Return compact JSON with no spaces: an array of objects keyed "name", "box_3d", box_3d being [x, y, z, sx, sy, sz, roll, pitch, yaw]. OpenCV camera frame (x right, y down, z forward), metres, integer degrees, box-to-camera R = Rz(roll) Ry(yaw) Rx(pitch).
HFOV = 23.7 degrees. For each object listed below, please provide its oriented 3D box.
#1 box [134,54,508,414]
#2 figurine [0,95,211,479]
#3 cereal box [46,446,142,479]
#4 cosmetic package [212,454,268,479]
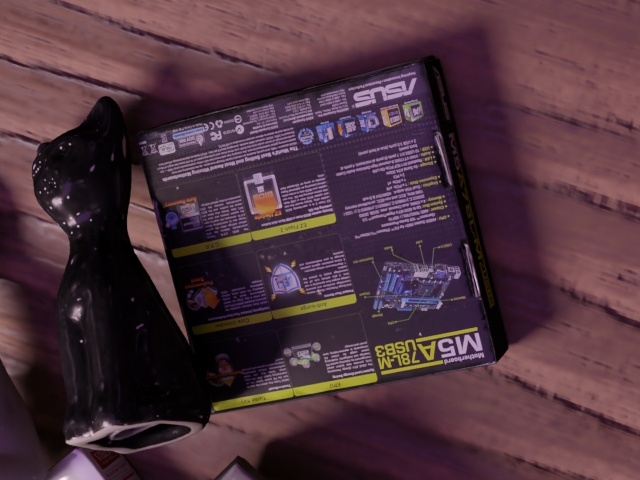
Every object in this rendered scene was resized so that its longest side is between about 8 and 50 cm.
[{"name":"box","box_3d":[0.000,0.000,0.918,0.190,0.045,0.184,-13,98,19]},{"name":"figurine","box_3d":[-0.184,0.042,0.945,0.214,0.092,0.210,-23,70,28]},{"name":"cereal box","box_3d":[-0.138,0.271,1.007,0.173,0.047,0.240,-40,86,18]},{"name":"cosmetic package","box_3d":[-0.004,0.253,0.910,0.238,0.107,0.127,44,85,1]}]
